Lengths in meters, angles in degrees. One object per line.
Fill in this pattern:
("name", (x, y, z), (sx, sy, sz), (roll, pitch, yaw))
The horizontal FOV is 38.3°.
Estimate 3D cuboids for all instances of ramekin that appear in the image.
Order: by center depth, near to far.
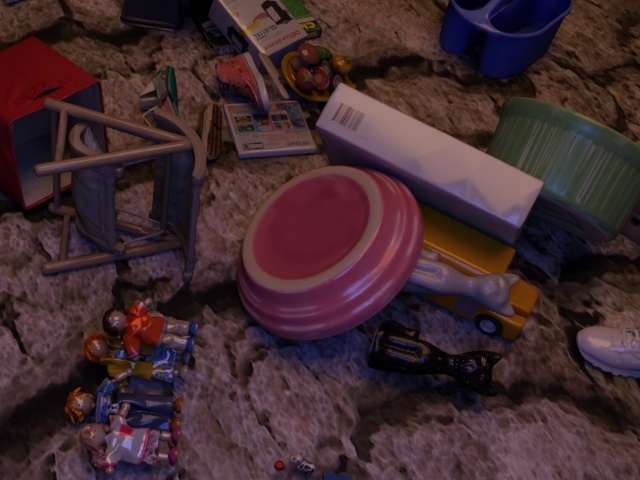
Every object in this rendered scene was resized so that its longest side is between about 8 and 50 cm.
("ramekin", (0.434, -0.120, 1.659), (0.303, 0.303, 0.148), (27, 88, 11))

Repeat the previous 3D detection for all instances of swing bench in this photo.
("swing bench", (-0.316, -0.075, 1.481), (0.254, 0.253, 0.165), (3, 48, -12))

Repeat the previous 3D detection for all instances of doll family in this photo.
("doll family", (-0.282, 0.218, 1.345), (0.163, 0.118, 0.263), (11, 65, -12))

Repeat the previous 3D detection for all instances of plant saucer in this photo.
("plant saucer", (0.000, 0.000, 1.492), (0.332, 0.084, 0.332), (-18, 47, 20))

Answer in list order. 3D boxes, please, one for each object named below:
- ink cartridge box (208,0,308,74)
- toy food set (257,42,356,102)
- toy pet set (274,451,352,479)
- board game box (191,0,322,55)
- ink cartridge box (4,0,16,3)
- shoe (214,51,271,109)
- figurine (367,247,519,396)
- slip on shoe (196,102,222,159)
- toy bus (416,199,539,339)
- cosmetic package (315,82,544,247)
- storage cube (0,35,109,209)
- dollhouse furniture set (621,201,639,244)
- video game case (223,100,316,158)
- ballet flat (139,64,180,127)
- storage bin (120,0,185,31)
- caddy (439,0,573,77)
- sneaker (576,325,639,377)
("ink cartridge box", (-0.131, -0.455, 1.949), (0.127, 0.072, 0.175), (-34, 81, -29))
("toy food set", (-0.006, -0.353, 1.890), (0.217, 0.071, 0.128), (-8, 66, -42))
("toy pet set", (-0.016, 0.359, 1.296), (0.114, 0.065, 0.122), (12, 48, -3))
("board game box", (-0.140, -0.479, 2.037), (0.259, 0.030, 0.136), (-15, 52, -25))
("ink cartridge box", (-0.630, -0.579, 1.982), (0.150, 0.063, 0.109), (-26, 59, -31))
("shoe", (-0.157, -0.310, 1.850), (0.081, 0.063, 0.178), (-19, 46, -6))
("figurine", (0.203, 0.125, 1.476), (0.209, 0.092, 0.215), (15, 80, 7))
("slip on shoe", (-0.218, -0.205, 1.769), (0.041, 0.051, 0.135), (-18, 53, 23))
("toy bus", (0.218, 0.036, 1.596), (0.332, 0.130, 0.108), (27, 49, 11))
("cosmetic package", (0.188, -0.112, 1.620), (0.377, 0.284, 0.097), (28, 80, 11))
("storage cube", (-0.501, -0.204, 1.586), (0.193, 0.215, 0.183), (35, 51, 26))
("dollhouse furniture set", (0.608, -0.115, 1.828), (0.183, 0.129, 0.129), (37, 51, 19))
("video game case", (-0.101, -0.221, 1.824), (0.157, 0.019, 0.143), (-6, 51, -18))
("ballet flat", (-0.306, -0.256, 1.776), (0.079, 0.077, 0.222), (-16, 53, -2))
("storage bin", (-0.356, -0.520, 1.978), (0.135, 0.091, 0.098), (9, 48, -7))
("caddy", (0.428, -0.531, 2.121), (0.241, 0.179, 0.341), (36, 50, 17))
("sneaker", (0.557, 0.184, 1.574), (0.235, 0.095, 0.090), (14, 49, 1))
